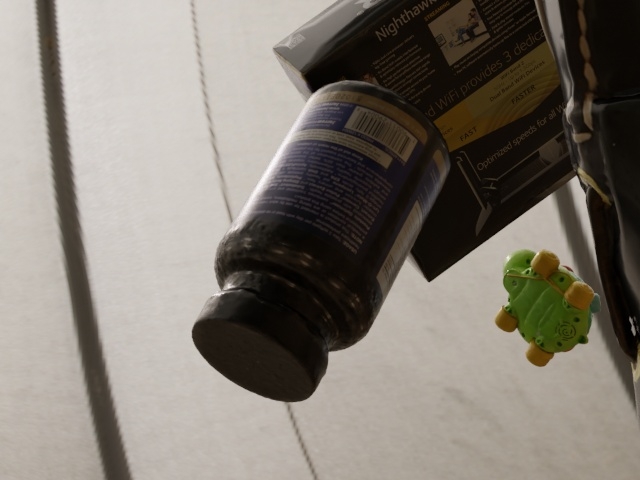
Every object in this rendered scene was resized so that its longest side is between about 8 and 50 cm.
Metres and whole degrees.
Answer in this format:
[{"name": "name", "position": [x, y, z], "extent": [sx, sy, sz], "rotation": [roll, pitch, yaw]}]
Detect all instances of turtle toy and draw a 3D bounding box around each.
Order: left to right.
[{"name": "turtle toy", "position": [0.218, 0.056, 1.135], "extent": [0.066, 0.130, 0.095], "rotation": [5, -55, -43]}]

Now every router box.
[{"name": "router box", "position": [0.149, -0.148, 1.008], "extent": [0.308, 0.081, 0.243], "rotation": [-35, -57, -3]}]

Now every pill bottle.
[{"name": "pill bottle", "position": [0.000, 0.000, 0.836], "extent": [0.123, 0.122, 0.219], "rotation": [41, -123, -18]}]

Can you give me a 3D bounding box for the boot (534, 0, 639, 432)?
[{"name": "boot", "position": [0.134, 0.040, 0.307], "extent": [0.284, 0.138, 0.378], "rotation": [-70, -33, -55]}]
